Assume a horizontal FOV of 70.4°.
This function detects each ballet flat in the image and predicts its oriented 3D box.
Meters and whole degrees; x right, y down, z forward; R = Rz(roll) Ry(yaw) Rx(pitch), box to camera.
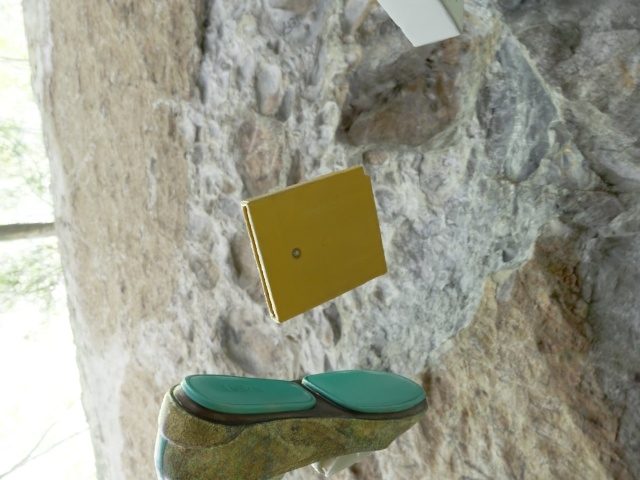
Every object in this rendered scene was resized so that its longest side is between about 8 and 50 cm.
[{"bbox_3d":[-0.015,0.208,0.499,0.123,0.348,0.123,-15,-111,44],"label":"ballet flat"}]

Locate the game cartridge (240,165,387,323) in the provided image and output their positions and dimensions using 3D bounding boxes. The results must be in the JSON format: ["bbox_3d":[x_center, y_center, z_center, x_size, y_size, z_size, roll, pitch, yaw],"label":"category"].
[{"bbox_3d":[0.000,0.000,1.054,0.052,0.323,0.286,13,-61,56],"label":"game cartridge"}]

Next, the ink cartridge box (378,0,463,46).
[{"bbox_3d":[0.030,-0.325,0.352,0.069,0.370,0.176,-2,-99,32],"label":"ink cartridge box"}]
